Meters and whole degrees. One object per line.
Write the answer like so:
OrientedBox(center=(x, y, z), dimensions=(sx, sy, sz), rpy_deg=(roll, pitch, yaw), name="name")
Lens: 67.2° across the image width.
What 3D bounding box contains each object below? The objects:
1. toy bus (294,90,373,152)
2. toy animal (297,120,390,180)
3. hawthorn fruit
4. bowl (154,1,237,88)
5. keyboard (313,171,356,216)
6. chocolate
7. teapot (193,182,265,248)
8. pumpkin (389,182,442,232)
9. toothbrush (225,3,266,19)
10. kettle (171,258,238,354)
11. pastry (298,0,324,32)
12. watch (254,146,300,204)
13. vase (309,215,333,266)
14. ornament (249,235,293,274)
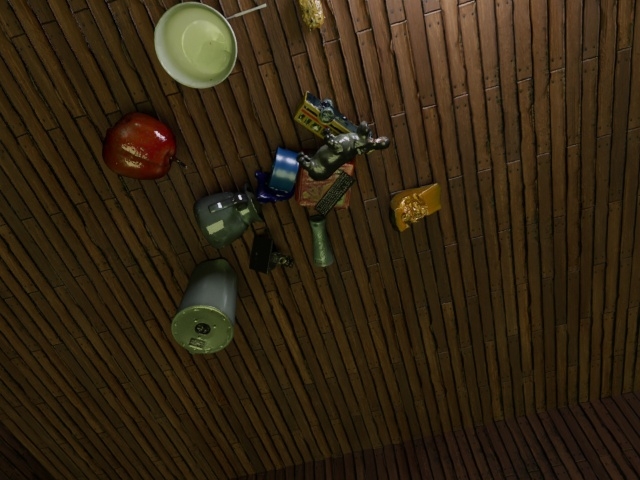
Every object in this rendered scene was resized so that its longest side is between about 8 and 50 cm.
OrientedBox(center=(0.060, -0.438, 1.865), dimensions=(0.335, 0.121, 0.123), rpy_deg=(31, 120, -20), name="toy bus")
OrientedBox(center=(0.080, -0.345, 1.798), dimensions=(0.343, 0.106, 0.168), rpy_deg=(-25, 121, 15), name="toy animal")
OrientedBox(center=(-0.644, -0.333, 1.805), dimensions=(0.300, 0.254, 0.254), rpy_deg=(26, 116, -4), name="hawthorn fruit")
OrientedBox(center=(-0.422, -0.685, 1.675), dimensions=(0.277, 0.145, 0.277), rpy_deg=(-1, 121, -1), name="bowl")
OrientedBox(center=(0.056, -0.186, 1.953), dimensions=(0.067, 0.011, 0.202), rpy_deg=(31, 114, -20), name="keyboard")
OrientedBox(center=(0.019, -0.246, 1.983), dimensions=(0.237, 0.108, 0.235), rpy_deg=(6, 119, -5), name="chocolate")
OrientedBox(center=(-0.362, -0.136, 1.954), dimensions=(0.285, 0.223, 0.305), rpy_deg=(-25, 146, 1), name="teapot")
OrientedBox(center=(0.393, -0.152, 2.061), dimensions=(0.248, 0.126, 0.131), rpy_deg=(-27, 112, -9), name="pumpkin")
OrientedBox(center=(-0.283, -0.798, 1.691), dimensions=(0.194, 0.014, 0.017), rpy_deg=(-14, 118, 5), name="toothbrush")
OrientedBox(center=(-0.505, 0.315, 2.127), dimensions=(0.250, 0.377, 0.361), rpy_deg=(17, 118, -13), name="kettle")
OrientedBox(center=(-0.032, -0.807, 1.676), dimensions=(0.080, 0.056, 0.140), rpy_deg=(-15, 123, 19), name="pastry")
OrientedBox(center=(-0.160, -0.263, 1.916), dimensions=(0.171, 0.196, 0.200), rpy_deg=(10, 127, -20), name="watch")
OrientedBox(center=(0.000, 0.000, 2.138), dimensions=(0.096, 0.096, 0.219), rpy_deg=(-7, 118, 1), name="vase")
OrientedBox(center=(-0.197, 0.072, 2.166), dimensions=(0.196, 0.166, 0.153), rpy_deg=(10, 92, -41), name="ornament")
